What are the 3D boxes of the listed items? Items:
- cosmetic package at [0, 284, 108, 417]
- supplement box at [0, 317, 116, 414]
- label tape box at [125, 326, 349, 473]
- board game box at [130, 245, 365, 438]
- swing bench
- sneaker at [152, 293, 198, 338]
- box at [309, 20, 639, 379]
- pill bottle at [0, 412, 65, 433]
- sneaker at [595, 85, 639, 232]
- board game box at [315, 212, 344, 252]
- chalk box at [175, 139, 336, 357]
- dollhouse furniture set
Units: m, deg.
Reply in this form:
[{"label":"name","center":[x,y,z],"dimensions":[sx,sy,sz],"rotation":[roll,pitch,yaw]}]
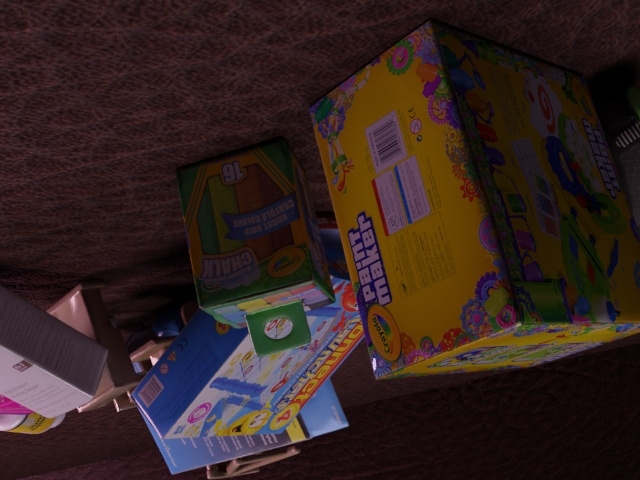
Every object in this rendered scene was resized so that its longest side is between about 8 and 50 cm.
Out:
[{"label":"cosmetic package","center":[-0.408,0.138,1.139],"dimensions":[0.117,0.086,0.231],"rotation":[-28,129,35]},{"label":"supplement box","center":[-0.448,0.206,1.436],"dimensions":[0.220,0.111,0.114],"rotation":[-21,160,21]},{"label":"label tape box","center":[-0.148,0.245,1.533],"dimensions":[0.347,0.249,0.115],"rotation":[-18,-162,12]},{"label":"board game box","center":[-0.068,0.146,1.254],"dimensions":[0.308,0.086,0.302],"rotation":[-51,151,12]},{"label":"swing bench","center":[-0.188,0.384,1.939],"dimensions":[0.165,0.253,0.254],"rotation":[-3,159,-30]},{"label":"sneaker","center":[-0.198,0.111,1.434],"dimensions":[0.209,0.069,0.082],"rotation":[-11,129,25]},{"label":"box","center":[0.173,-0.027,0.885],"dimensions":[0.279,0.290,0.177],"rotation":[5,155,-43]},{"label":"pill bottle","center":[-0.583,0.331,1.730],"dimensions":[0.103,0.103,0.184],"rotation":[-16,163,8]},{"label":"sneaker","center":[0.311,-0.033,1.147],"dimensions":[0.202,0.185,0.483],"rotation":[-14,162,-13]},{"label":"board game box","center":[0.000,0.000,1.274],"dimensions":[0.281,0.027,0.145],"rotation":[1,156,-38]},{"label":"chalk box","center":[-0.066,0.020,0.977],"dimensions":[0.132,0.213,0.132],"rotation":[-16,162,7]},{"label":"dollhouse furniture set","center":[-0.271,0.148,1.329],"dimensions":[0.212,0.161,0.242],"rotation":[-34,163,33]}]
